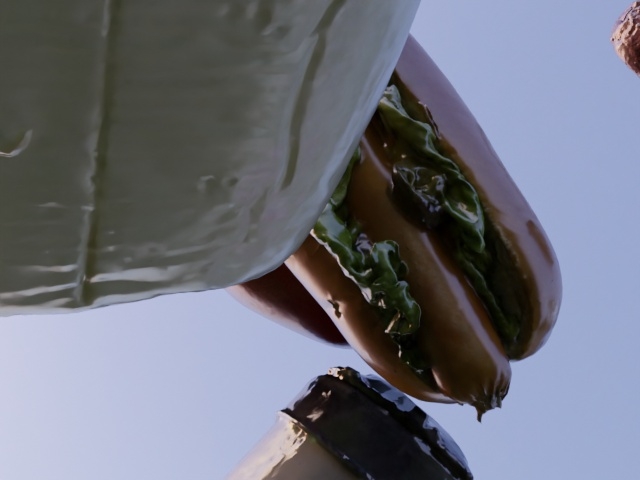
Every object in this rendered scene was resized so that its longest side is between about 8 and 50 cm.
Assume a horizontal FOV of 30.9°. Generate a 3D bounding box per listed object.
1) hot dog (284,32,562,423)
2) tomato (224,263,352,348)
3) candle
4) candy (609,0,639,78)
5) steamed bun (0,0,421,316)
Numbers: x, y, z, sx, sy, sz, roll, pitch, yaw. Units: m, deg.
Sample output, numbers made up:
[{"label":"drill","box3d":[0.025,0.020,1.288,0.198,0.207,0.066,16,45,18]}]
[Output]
[{"label":"hot dog","box3d":[0.018,-0.052,0.642,0.135,0.100,0.337,-30,-114,-4]},{"label":"tomato","box3d":[0.000,0.000,0.842,0.195,0.195,0.136,22,-92,22]},{"label":"candle","box3d":[-0.029,0.255,0.796,0.187,0.330,0.187,40,-16,14]},{"label":"candy","box3d":[0.281,-0.151,0.923,0.103,0.103,0.043,45,-54,10]},{"label":"steamed bun","box3d":[-0.098,-0.082,0.367,0.155,0.250,0.200,-113,-145,-42]}]
